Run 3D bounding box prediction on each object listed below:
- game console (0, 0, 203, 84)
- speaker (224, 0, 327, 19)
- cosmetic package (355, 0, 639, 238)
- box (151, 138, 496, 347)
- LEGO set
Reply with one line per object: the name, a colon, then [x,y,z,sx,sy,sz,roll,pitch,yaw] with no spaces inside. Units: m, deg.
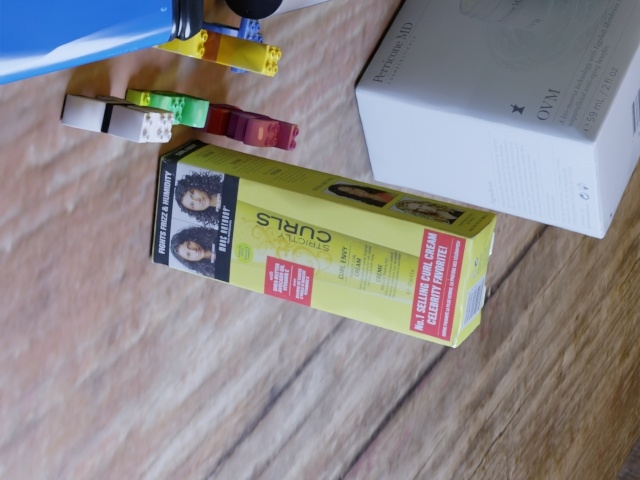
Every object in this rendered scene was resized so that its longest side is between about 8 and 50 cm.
game console: [-0.146,-0.261,0.928,0.250,0.173,0.293,-18,127,-28]
speaker: [-0.020,-0.195,1.245,0.136,0.055,0.055,-30,132,-61]
cosmetic package: [0.182,-0.150,1.543,0.224,0.225,0.138,-62,153,-30]
box: [0.000,0.000,1.185,0.058,0.232,0.087,-37,139,-61]
LEGO set: [-0.066,-0.105,1.139,0.227,0.093,0.087,-9,113,-67]
